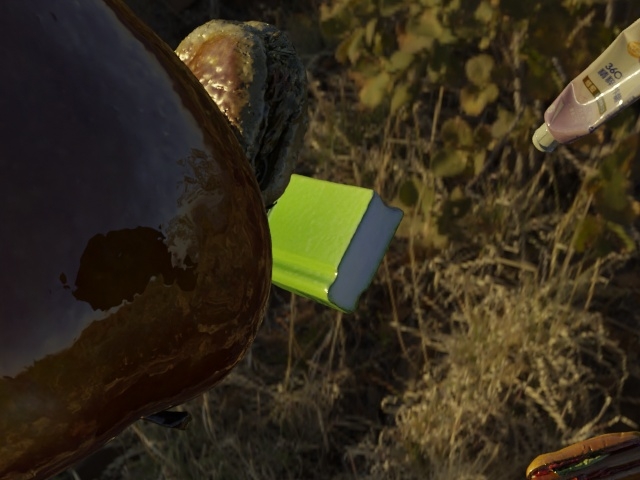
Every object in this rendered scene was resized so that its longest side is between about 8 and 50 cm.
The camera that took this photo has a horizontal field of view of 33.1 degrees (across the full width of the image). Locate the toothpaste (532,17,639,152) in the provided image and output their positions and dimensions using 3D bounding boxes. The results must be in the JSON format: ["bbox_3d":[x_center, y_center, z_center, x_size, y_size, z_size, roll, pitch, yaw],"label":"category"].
[{"bbox_3d":[0.338,-0.185,1.197,0.048,0.301,0.075,-30,81,-38],"label":"toothpaste"}]

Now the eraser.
[{"bbox_3d":[0.000,0.000,1.888,0.274,0.092,0.210,13,74,54],"label":"eraser"}]

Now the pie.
[{"bbox_3d":[-0.090,-0.104,0.958,0.163,0.079,0.193,5,87,42],"label":"pie"}]

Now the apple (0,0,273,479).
[{"bbox_3d":[-0.187,-0.008,0.580,0.288,0.288,0.316,-37,105,-22],"label":"apple"}]

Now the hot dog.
[{"bbox_3d":[0.435,0.372,1.746,0.236,0.062,0.092,-17,87,-10],"label":"hot dog"}]
